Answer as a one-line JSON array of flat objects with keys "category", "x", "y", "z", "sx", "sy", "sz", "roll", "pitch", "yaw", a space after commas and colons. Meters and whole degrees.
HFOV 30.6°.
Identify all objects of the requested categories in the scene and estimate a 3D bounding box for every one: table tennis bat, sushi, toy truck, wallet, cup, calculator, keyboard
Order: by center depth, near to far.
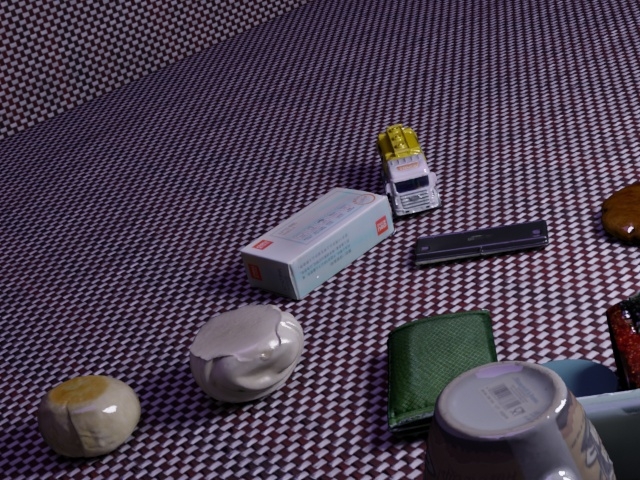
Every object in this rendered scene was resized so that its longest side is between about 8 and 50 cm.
[{"category": "cup", "x": 0.223, "y": 0.283, "z": 1.211, "sx": 0.227, "sy": 0.257, "sz": 0.301, "roll": -25, "pitch": 30, "yaw": -15}, {"category": "calculator", "x": 0.339, "y": 0.234, "z": 1.374, "sx": 0.246, "sy": 0.141, "sz": 0.045, "roll": -10, "pitch": 40, "yaw": 11}, {"category": "sushi", "x": 0.440, "y": 0.155, "z": 1.479, "sx": 0.126, "sy": 0.136, "sz": 0.225, "roll": -13, "pitch": 26, "yaw": 9}, {"category": "table tennis bat", "x": 0.297, "y": 0.222, "z": 1.540, "sx": 0.149, "sy": 0.038, "sz": 0.237, "roll": 7, "pitch": 29, "yaw": 39}, {"category": "wallet", "x": 0.173, "y": 0.185, "z": 1.651, "sx": 0.160, "sy": 0.055, "sz": 0.236, "roll": -17, "pitch": 28, "yaw": 12}, {"category": "keyboard", "x": 0.273, "y": 0.004, "z": 1.993, "sx": 0.230, "sy": 0.025, "sz": 0.093, "roll": -9, "pitch": 25, "yaw": 13}, {"category": "toy truck", "x": 0.160, "y": -0.136, "z": 2.230, "sx": 0.098, "sy": 0.114, "sz": 0.227, "roll": -14, "pitch": 26, "yaw": 2}]

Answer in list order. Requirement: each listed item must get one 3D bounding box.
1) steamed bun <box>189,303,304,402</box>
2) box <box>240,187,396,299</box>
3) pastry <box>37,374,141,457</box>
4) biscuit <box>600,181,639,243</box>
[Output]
[{"category": "steamed bun", "x": -0.110, "y": 0.175, "z": 1.771, "sx": 0.183, "sy": 0.106, "sz": 0.183, "roll": -15, "pitch": 23, "yaw": 6}, {"category": "box", "x": 0.000, "y": 0.000, "z": 2.086, "sx": 0.135, "sy": 0.079, "sz": 0.269, "roll": 13, "pitch": 38, "yaw": 43}, {"category": "pastry", "x": -0.346, "y": 0.258, "z": 1.751, "sx": 0.156, "sy": 0.092, "sz": 0.156, "roll": -6, "pitch": 24, "yaw": 3}, {"category": "biscuit", "x": 0.569, "y": -0.053, "z": 1.935, "sx": 0.212, "sy": 0.036, "sz": 0.212, "roll": -11, "pitch": 26, "yaw": 6}]
